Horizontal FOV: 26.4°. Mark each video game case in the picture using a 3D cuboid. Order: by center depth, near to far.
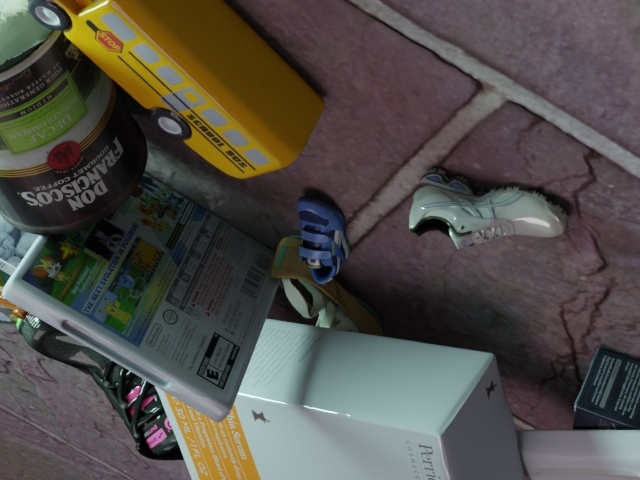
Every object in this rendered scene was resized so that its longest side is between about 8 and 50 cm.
[{"bbox_3d":[-0.206,0.046,1.712,0.300,0.329,0.036,32,124,-8],"label":"video game case"}]

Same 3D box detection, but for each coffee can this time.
[{"bbox_3d":[-0.338,-0.165,1.571,0.202,0.201,0.275,14,150,24],"label":"coffee can"}]

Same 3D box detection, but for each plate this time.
[{"bbox_3d":[0.396,0.330,1.745,0.277,0.045,0.278,42,149,-28],"label":"plate"}]

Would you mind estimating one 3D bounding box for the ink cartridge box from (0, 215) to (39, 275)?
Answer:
[{"bbox_3d":[-0.336,-0.031,1.796,0.206,0.208,0.045,33,155,-13],"label":"ink cartridge box"}]

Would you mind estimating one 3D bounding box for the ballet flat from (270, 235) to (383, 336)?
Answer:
[{"bbox_3d":[0.003,0.087,1.843,0.080,0.073,0.232,-3,140,42],"label":"ballet flat"}]

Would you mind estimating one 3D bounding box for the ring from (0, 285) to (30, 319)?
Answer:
[{"bbox_3d":[-0.512,0.018,1.926,0.337,0.032,0.336,23,155,12],"label":"ring"}]

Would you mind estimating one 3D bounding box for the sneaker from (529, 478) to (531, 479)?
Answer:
[{"bbox_3d":[0.409,0.338,1.929,0.126,0.091,0.240,19,158,-25],"label":"sneaker"}]

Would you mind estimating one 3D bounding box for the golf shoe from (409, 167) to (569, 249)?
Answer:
[{"bbox_3d":[0.181,-0.017,1.491,0.176,0.086,0.069,12,147,25],"label":"golf shoe"}]

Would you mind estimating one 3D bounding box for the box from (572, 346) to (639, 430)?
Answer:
[{"bbox_3d":[0.403,0.229,1.708,0.158,0.093,0.156,19,153,17],"label":"box"}]

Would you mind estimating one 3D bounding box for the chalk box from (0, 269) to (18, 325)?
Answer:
[{"bbox_3d":[-0.492,0.050,2.166,0.132,0.132,0.213,4,146,36],"label":"chalk box"}]

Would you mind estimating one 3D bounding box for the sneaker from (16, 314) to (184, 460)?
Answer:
[{"bbox_3d":[-0.249,0.224,2.127,0.483,0.202,0.185,31,121,-20],"label":"sneaker"}]

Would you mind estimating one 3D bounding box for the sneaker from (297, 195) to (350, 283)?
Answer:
[{"bbox_3d":[0.000,0.000,1.710,0.053,0.059,0.144,15,150,27],"label":"sneaker"}]

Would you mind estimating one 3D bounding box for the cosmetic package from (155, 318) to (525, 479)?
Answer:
[{"bbox_3d":[0.021,0.252,1.796,0.453,0.161,0.230,5,126,35],"label":"cosmetic package"}]

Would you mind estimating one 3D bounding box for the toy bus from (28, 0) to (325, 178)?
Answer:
[{"bbox_3d":[-0.157,-0.208,1.435,0.333,0.108,0.130,43,149,-27],"label":"toy bus"}]
